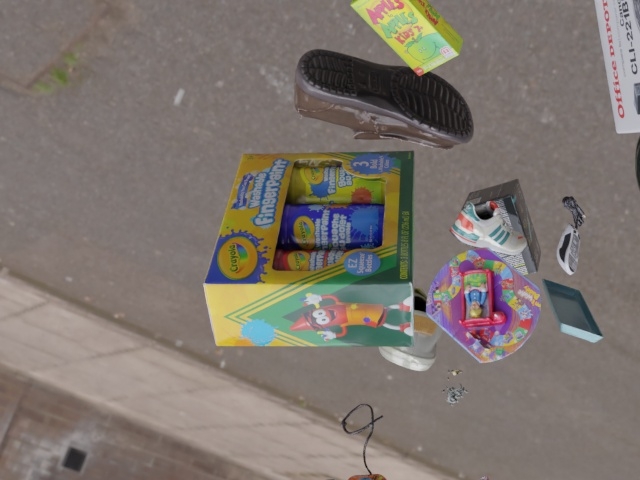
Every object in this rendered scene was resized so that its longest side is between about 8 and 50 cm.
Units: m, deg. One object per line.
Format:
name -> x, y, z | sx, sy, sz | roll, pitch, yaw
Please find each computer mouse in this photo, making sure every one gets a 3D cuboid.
computer mouse -> 0.621, -0.006, 2.265 | 0.042, 0.193, 0.106 | -1, 152, 36

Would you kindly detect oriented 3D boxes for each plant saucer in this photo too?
plant saucer -> 0.386, 0.108, 1.401 | 0.067, 0.018, 0.192 | 19, -161, -1

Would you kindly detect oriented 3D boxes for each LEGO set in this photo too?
LEGO set -> 0.279, 0.310, 1.883 | 0.054, 0.083, 0.023 | -17, -166, 3

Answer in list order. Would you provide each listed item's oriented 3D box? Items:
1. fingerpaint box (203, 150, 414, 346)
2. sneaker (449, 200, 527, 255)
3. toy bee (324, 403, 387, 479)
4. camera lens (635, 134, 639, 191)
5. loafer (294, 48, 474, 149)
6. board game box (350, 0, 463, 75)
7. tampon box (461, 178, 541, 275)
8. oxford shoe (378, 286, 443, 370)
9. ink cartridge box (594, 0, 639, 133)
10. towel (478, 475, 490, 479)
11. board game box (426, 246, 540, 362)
fingerpaint box -> 0.000, 0.000, 1.766 | 0.371, 0.445, 0.163 | 0, 127, 7
sneaker -> 0.299, -0.024, 1.535 | 0.161, 0.075, 0.057 | 10, -154, -29
toy bee -> 0.082, 0.458, 1.543 | 0.195, 0.298, 0.162 | 6, 143, 52
camera lens -> 0.757, -0.147, 1.711 | 0.274, 0.219, 0.219 | -10, 158, -6
loafer -> 0.113, -0.252, 1.685 | 0.365, 0.134, 0.130 | 17, 149, -16
board game box -> 0.147, -0.369, 1.528 | 0.181, 0.043, 0.092 | 40, 141, -26
tampon box -> 0.352, -0.017, 1.744 | 0.101, 0.120, 0.161 | -16, 103, 22
oxford shoe -> 0.184, 0.151, 2.005 | 0.169, 0.130, 0.449 | 15, -168, -7
ink cartridge box -> 0.439, -0.233, 1.048 | 0.114, 0.197, 0.273 | -12, -174, -7
towel -> 0.306, 0.551, 1.696 | 0.197, 0.144, 0.029 | 54, 180, -18
board game box -> 0.225, 0.084, 1.274 | 0.168, 0.133, 0.033 | 43, -174, 32
